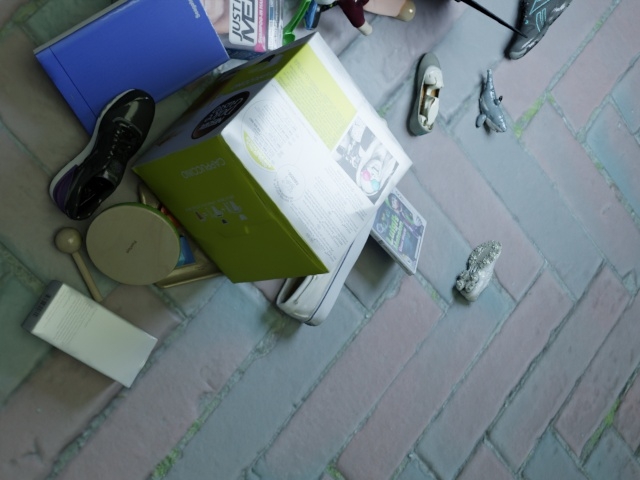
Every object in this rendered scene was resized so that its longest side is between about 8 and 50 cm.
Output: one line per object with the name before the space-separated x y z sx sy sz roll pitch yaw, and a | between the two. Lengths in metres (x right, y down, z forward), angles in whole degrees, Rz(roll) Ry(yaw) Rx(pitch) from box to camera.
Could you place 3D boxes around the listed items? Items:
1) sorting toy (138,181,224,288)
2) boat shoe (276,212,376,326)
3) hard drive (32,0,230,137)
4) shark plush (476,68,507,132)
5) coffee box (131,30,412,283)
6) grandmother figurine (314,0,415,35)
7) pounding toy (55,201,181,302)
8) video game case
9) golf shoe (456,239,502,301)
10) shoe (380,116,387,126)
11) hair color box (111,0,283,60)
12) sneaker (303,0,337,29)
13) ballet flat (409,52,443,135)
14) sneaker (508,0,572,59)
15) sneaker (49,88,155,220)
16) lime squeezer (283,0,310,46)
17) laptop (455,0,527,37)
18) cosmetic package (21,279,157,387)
sorting toy | -0.226 -0.037 1.819 0.307 0.041 0.229 -13 99 -29
boat shoe | -0.004 0.000 1.908 0.156 0.136 0.367 27 88 -26
hard drive | -0.357 -0.359 1.635 0.318 0.040 0.210 -32 132 -6
shark plush | 0.454 -0.359 2.185 0.073 0.067 0.161 2 91 -30
coffee box | -0.098 -0.150 1.688 0.338 0.337 0.334 52 56 -22
grandmother figurine | 0.090 -0.569 1.887 0.342 0.104 0.208 -17 92 -52
pounding toy | -0.386 -0.004 1.687 0.236 0.110 0.183 -22 118 14
video game case | 0.183 -0.037 2.014 0.173 0.022 0.190 45 40 -23
golf shoe | 0.419 0.080 2.196 0.176 0.069 0.086 -51 134 -15
shoe | 0.090 -0.215 1.985 0.219 0.058 0.077 -44 112 -21
hair color box | -0.251 -0.480 1.751 0.347 0.105 0.174 -1 92 -29
sneaker | 0.021 -0.557 1.927 0.078 0.067 0.188 34 72 -20
ballet flat | 0.273 -0.362 2.080 0.072 0.068 0.213 15 84 -30
sneaker | 0.565 -0.590 2.242 0.106 0.101 0.267 40 72 -2
sneaker | -0.398 -0.157 1.627 0.107 0.124 0.283 35 91 -40
lime squeezer | -0.066 -0.399 1.870 0.059 0.110 0.310 -29 138 -42
laptop | 0.293 -0.698 1.926 0.382 0.236 0.408 18 77 -41
cosmetic package | -0.454 0.185 1.673 0.231 0.085 0.117 39 74 -27
